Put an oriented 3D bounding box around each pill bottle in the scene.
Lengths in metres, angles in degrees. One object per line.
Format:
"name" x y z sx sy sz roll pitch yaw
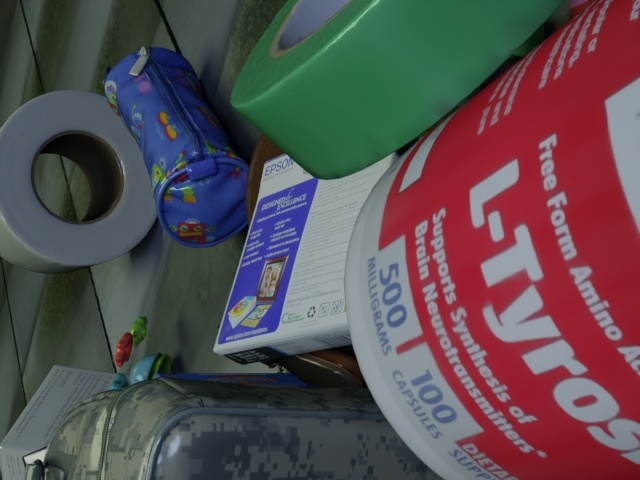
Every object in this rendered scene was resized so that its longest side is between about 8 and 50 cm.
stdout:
"pill bottle" 0.195 -0.021 0.471 0.407 0.229 0.229 -38 54 57

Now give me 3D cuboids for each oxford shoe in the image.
"oxford shoe" -0.020 0.091 1.072 0.076 0.076 0.212 -49 36 -14

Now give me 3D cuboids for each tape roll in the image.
"tape roll" 0.074 -0.184 0.714 0.321 0.077 0.321 -45 16 17
"tape roll" -0.364 -0.078 1.573 0.169 0.246 0.246 -14 74 62

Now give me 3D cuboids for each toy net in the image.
"toy net" -0.244 0.198 1.374 0.232 0.045 0.122 -66 -16 -56

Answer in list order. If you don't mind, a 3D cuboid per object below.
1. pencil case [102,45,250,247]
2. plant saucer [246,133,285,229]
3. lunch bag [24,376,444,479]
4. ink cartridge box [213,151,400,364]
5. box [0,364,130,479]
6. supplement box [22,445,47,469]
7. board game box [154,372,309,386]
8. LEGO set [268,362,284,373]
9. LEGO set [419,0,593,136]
"pencil case" -0.173 -0.126 1.330 0.306 0.119 0.133 -121 13 -47
"plant saucer" -0.035 -0.051 1.147 0.198 0.036 0.199 -10 78 63
"lunch bag" -0.050 0.208 0.861 0.256 0.305 0.213 8 92 59
"ink cartridge box" 0.000 0.000 0.993 0.206 0.045 0.208 -17 53 49
"box" -0.325 0.292 1.465 0.181 0.119 0.182 -67 -19 -58
"supplement box" -0.167 0.283 1.003 0.130 0.073 0.239 -24 82 25
"board game box" -0.092 0.237 1.088 0.047 0.160 0.210 22 107 61
"LEGO set" -0.053 0.110 1.184 0.083 0.023 0.054 63 144 25
"LEGO set" 0.114 -0.120 0.794 0.227 0.087 0.093 -12 71 64
